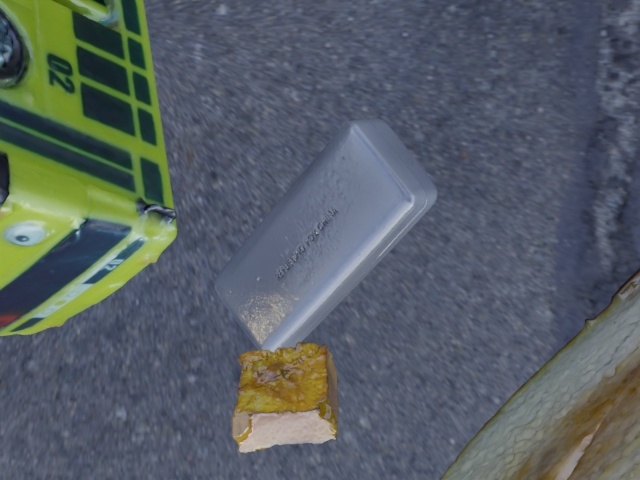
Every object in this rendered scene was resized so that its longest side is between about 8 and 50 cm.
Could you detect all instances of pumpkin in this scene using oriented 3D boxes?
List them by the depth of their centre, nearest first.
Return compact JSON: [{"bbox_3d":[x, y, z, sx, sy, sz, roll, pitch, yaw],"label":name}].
[{"bbox_3d":[-0.023,0.117,0.981,0.074,0.083,0.054,-5,122,4],"label":"pumpkin"}]

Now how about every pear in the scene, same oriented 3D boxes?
[{"bbox_3d":[0.215,0.179,0.836,0.191,0.340,0.386,47,70,-6],"label":"pear"}]

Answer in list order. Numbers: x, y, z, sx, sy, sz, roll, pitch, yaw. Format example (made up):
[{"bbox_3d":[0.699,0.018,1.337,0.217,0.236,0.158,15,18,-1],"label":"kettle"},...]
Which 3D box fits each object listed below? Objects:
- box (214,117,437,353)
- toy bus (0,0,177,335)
[{"bbox_3d":[0.000,0.000,1.254,0.103,0.055,0.244,53,125,16],"label":"box"},{"bbox_3d":[-0.159,-0.087,0.655,0.128,0.262,0.150,-32,145,31],"label":"toy bus"}]
